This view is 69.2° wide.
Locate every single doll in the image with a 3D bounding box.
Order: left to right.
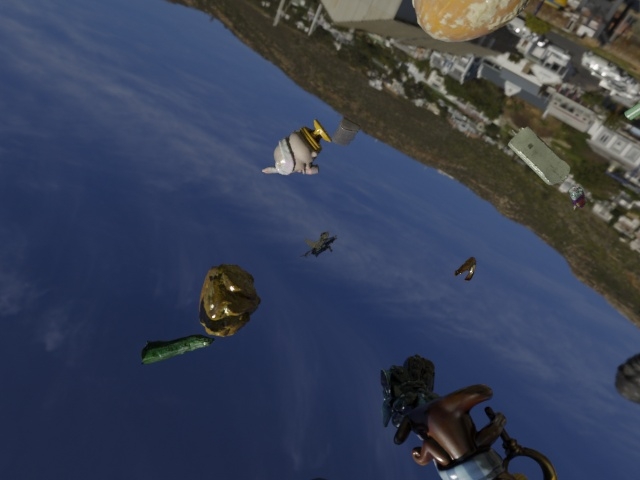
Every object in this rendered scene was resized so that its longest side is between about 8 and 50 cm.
[{"bbox_3d":[-0.037,-0.141,0.790,0.084,0.127,0.073,49,-168,-20],"label":"doll"},{"bbox_3d":[0.378,0.534,1.144,0.318,0.209,0.340,-28,-127,-2],"label":"doll"}]

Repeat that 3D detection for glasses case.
[{"bbox_3d":[0.089,-0.382,1.650,0.072,0.042,0.190,20,175,-6],"label":"glasses case"}]

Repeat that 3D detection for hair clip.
[{"bbox_3d":[0.296,0.509,1.501,0.206,0.194,0.310,1,-164,-2],"label":"hair clip"}]

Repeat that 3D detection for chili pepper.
[{"bbox_3d":[-0.421,0.318,1.386,0.227,0.059,0.088,-12,-155,11],"label":"chili pepper"}]

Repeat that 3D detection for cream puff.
[{"bbox_3d":[-0.301,0.190,1.505,0.196,0.244,0.244,28,-159,-48],"label":"cream puff"}]

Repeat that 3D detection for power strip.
[{"bbox_3d":[0.672,-0.266,1.439,0.227,0.080,0.029,50,-177,11],"label":"power strip"}]

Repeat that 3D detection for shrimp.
[{"bbox_3d":[0.496,0.108,1.591,0.127,0.091,0.025,-23,-146,-33],"label":"shrimp"}]

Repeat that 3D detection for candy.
[{"bbox_3d":[0.805,-0.134,1.453,0.175,0.045,0.043,24,-152,-53],"label":"candy"}]

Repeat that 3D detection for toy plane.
[{"bbox_3d":[0.006,0.015,1.676,0.082,0.160,0.234,61,-157,3],"label":"toy plane"}]

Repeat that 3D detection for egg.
[{"bbox_3d":[0.275,-0.465,0.825,0.203,0.245,0.203,21,-128,-30],"label":"egg"}]

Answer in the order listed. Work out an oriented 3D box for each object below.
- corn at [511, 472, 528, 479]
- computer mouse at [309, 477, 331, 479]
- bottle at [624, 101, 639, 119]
[{"bbox_3d":[0.632,0.828,1.544,0.206,0.067,0.067,3,-142,-42],"label":"corn"},{"bbox_3d":[0.022,0.642,1.123,0.122,0.217,0.073,-31,-85,-44],"label":"computer mouse"},{"bbox_3d":[0.907,-0.377,1.309,0.030,0.083,0.030,18,-127,-26],"label":"bottle"}]
